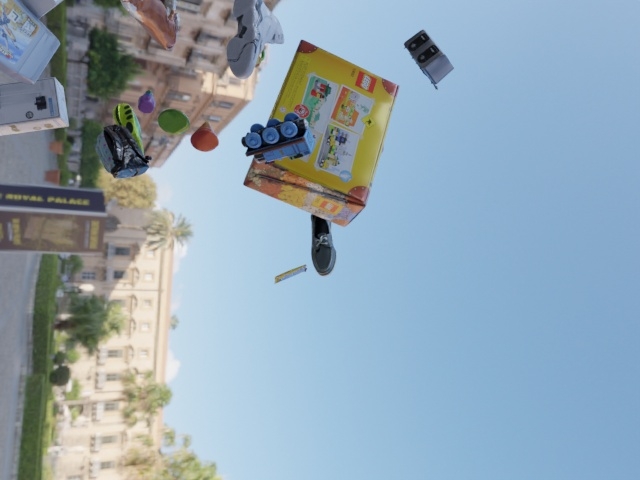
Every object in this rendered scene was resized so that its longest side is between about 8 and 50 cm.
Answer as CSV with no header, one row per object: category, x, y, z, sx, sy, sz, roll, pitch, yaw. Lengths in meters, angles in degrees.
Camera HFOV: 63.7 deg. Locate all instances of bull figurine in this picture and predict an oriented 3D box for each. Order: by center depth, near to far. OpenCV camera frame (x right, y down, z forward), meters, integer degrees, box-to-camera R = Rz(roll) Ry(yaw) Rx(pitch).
bull figurine,-0.557,-0.765,1.661,0.310,0.101,0.188,57,38,-64

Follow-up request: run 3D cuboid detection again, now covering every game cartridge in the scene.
game cartridge,-0.901,-0.598,1.454,0.062,0.297,0.198,-2,-119,26

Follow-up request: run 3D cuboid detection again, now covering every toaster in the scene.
toaster,0.449,-0.746,2.117,0.110,0.186,0.168,-37,-118,20

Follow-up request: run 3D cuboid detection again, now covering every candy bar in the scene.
candy bar,-0.122,0.137,2.117,0.018,0.162,0.040,40,-41,41

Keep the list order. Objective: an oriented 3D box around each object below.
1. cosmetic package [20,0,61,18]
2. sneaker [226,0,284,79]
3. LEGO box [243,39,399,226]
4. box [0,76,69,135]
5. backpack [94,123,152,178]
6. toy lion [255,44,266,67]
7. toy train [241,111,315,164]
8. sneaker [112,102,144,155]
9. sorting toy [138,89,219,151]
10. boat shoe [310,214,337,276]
cosmetic package,-0.844,-0.821,1.530,0.138,0.224,0.224,-12,-138,33
sneaker,-0.242,-0.770,2.003,0.137,0.210,0.365,-5,-104,31
LEGO box,0.011,-0.355,1.706,0.193,0.373,0.500,134,-24,-63
box,-1.109,-0.494,1.912,0.087,0.290,0.169,133,-52,-80
backpack,-0.688,-0.303,1.758,0.115,0.152,0.182,-35,-98,31
toy lion,-0.272,-0.783,2.186,0.034,0.100,0.096,10,-68,33
toy train,-0.107,-0.250,1.299,0.080,0.184,0.105,-79,150,-51
sneaker,-0.774,-0.411,2.118,0.123,0.110,0.295,81,1,-87
sorting toy,-0.585,-0.516,2.156,0.127,0.366,0.126,-34,-137,34
boat shoe,0.000,0.000,2.210,0.116,0.099,0.319,-12,-121,17
